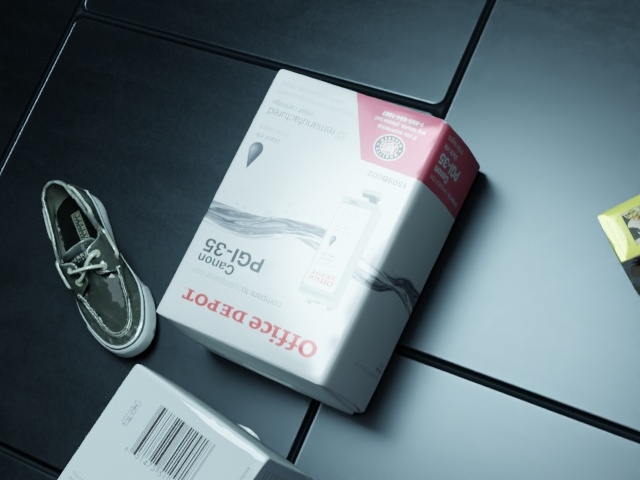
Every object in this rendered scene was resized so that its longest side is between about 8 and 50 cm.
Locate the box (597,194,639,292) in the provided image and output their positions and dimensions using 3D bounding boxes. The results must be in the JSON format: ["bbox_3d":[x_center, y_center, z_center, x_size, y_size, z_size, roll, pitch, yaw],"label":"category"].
[{"bbox_3d":[0.373,-0.038,1.247,0.232,0.087,0.058,-28,60,12],"label":"box"}]

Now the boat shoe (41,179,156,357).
[{"bbox_3d":[-0.248,0.029,1.487,0.078,0.070,0.219,-35,61,7],"label":"boat shoe"}]

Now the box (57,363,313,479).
[{"bbox_3d":[-0.140,0.247,1.329,0.181,0.119,0.182,31,85,29],"label":"box"}]

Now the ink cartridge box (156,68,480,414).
[{"bbox_3d":[0.000,0.000,1.368,0.207,0.117,0.283,21,79,28],"label":"ink cartridge box"}]
